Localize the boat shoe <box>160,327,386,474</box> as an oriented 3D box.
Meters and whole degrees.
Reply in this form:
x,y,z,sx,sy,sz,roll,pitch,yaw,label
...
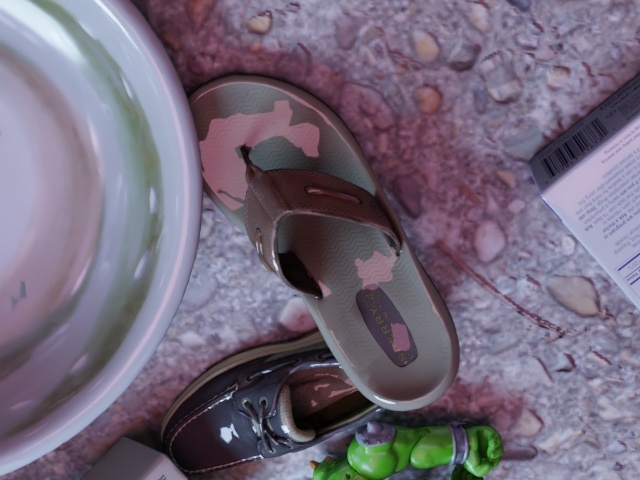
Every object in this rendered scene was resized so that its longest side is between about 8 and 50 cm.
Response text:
x,y,z,sx,sy,sz,roll,pitch,yaw,label
-0.024,0.121,1.013,0.224,0.073,0.080,-25,109,8,boat shoe

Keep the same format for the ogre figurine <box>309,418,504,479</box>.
x,y,z,sx,sy,sz,roll,pitch,yaw,label
0.048,0.213,1.043,0.118,0.096,0.197,29,121,-24,ogre figurine

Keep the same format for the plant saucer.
x,y,z,sx,sy,sz,roll,pitch,yaw,label
-0.282,-0.030,0.898,0.401,0.100,0.400,-6,106,-20,plant saucer

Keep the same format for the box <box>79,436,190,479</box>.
x,y,z,sx,sy,sz,roll,pitch,yaw,label
-0.193,0.285,0.997,0.275,0.094,0.113,-47,111,-18,box

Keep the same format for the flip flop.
x,y,z,sx,sy,sz,roll,pitch,yaw,label
0.000,0.000,0.936,0.112,0.080,0.277,-33,88,10,flip flop

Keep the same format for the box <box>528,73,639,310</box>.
x,y,z,sx,sy,sz,roll,pitch,yaw,label
0.240,-0.035,0.953,0.126,0.072,0.137,-39,107,14,box
